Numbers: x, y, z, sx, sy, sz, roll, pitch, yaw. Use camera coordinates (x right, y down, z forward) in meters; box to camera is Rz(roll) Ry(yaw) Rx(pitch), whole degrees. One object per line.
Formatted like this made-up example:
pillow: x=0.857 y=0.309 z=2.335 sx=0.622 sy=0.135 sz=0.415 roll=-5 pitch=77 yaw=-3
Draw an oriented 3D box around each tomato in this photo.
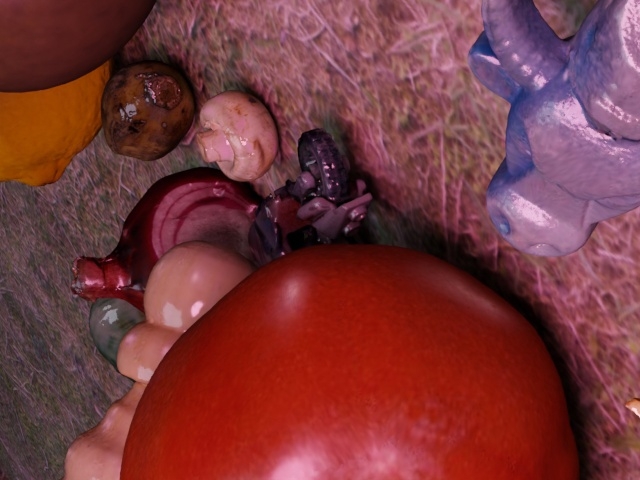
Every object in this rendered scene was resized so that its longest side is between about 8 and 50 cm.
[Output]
tomato: x=0.029 y=0.162 z=0.967 sx=0.341 sy=0.341 sz=0.273 roll=91 pitch=174 yaw=-47

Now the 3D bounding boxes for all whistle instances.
whistle: x=0.158 y=-0.074 z=0.701 sx=0.180 sy=0.093 sz=0.269 roll=33 pitch=150 yaw=6

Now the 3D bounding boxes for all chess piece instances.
chess piece: x=-0.121 y=0.129 z=1.119 sx=0.142 sy=0.261 sz=0.143 roll=20 pitch=175 yaw=2

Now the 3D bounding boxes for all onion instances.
onion: x=-0.139 y=0.027 z=1.266 sx=0.135 sy=0.198 sz=0.173 roll=93 pitch=160 yaw=-58

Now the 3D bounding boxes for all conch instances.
conch: x=-0.176 y=0.104 z=1.505 sx=0.188 sy=0.122 sz=0.176 roll=56 pitch=137 yaw=8

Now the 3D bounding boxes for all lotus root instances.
lotus root: x=-0.172 y=-0.127 z=1.303 sx=0.179 sy=0.089 sz=0.081 roll=144 pitch=139 yaw=-70

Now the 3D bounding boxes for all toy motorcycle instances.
toy motorcycle: x=-0.001 y=0.000 z=1.095 sx=0.122 sy=0.082 sz=0.213 roll=56 pitch=157 yaw=17

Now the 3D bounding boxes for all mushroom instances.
mushroom: x=-0.076 y=-0.091 z=1.168 sx=0.083 sy=0.067 sz=0.084 roll=53 pitch=156 yaw=36

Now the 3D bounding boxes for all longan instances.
longan: x=-0.260 y=-0.267 z=1.107 sx=0.297 sy=0.297 sz=0.297 roll=44 pitch=150 yaw=34

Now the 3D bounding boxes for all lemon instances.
lemon: x=-0.337 y=-0.196 z=1.355 sx=0.284 sy=0.260 sz=0.260 roll=51 pitch=160 yaw=-22

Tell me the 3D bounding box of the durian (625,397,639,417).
durian: x=0.265 y=0.098 z=0.625 sx=0.182 sy=0.132 sz=0.165 roll=-10 pitch=117 yaw=53
